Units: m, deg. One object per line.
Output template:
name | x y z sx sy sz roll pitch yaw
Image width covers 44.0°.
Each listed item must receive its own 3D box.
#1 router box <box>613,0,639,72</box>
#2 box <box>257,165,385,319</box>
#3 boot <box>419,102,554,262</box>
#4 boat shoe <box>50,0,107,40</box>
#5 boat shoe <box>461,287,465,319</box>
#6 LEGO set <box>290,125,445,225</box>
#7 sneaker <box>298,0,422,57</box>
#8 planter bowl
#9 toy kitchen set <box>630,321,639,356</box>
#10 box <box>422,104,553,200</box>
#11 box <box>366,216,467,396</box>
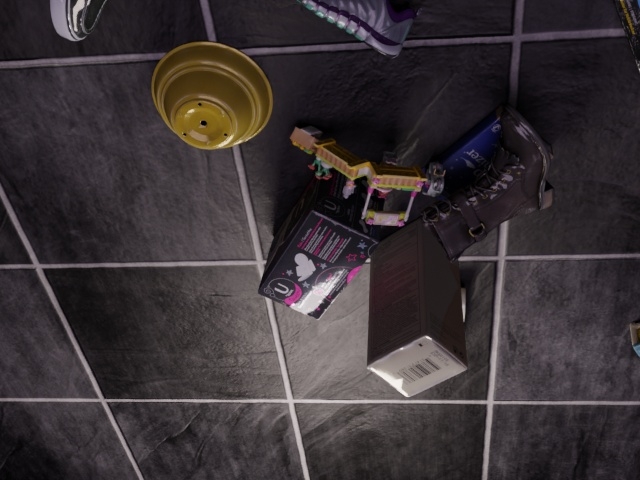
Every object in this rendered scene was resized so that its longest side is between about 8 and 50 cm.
router box | 0.536 -0.336 1.214 0.133 0.046 0.179 -22 127 24
box | 0.000 0.000 1.512 0.142 0.163 0.247 26 131 -13
boot | 0.275 -0.085 1.352 0.229 0.091 0.263 -27 132 2
boat shoe | -0.317 -0.421 1.182 0.104 0.113 0.306 28 122 -1
boat shoe | 0.273 0.191 1.726 0.068 0.081 0.228 4 127 6
LEGO set | 0.072 -0.104 1.397 0.286 0.132 0.107 15 122 2
sneaker | 0.047 -0.377 1.226 0.223 0.083 0.098 26 107 -21
planter bowl | -0.195 -0.225 1.370 0.217 0.090 0.217 4 134 4
toy kitchen set | 0.695 0.154 1.611 0.166 0.122 0.207 -24 126 26
box | 0.291 -0.132 1.443 0.136 0.037 0.225 33 129 -23
box | 0.179 0.119 1.502 0.148 0.311 0.121 -33 122 32
